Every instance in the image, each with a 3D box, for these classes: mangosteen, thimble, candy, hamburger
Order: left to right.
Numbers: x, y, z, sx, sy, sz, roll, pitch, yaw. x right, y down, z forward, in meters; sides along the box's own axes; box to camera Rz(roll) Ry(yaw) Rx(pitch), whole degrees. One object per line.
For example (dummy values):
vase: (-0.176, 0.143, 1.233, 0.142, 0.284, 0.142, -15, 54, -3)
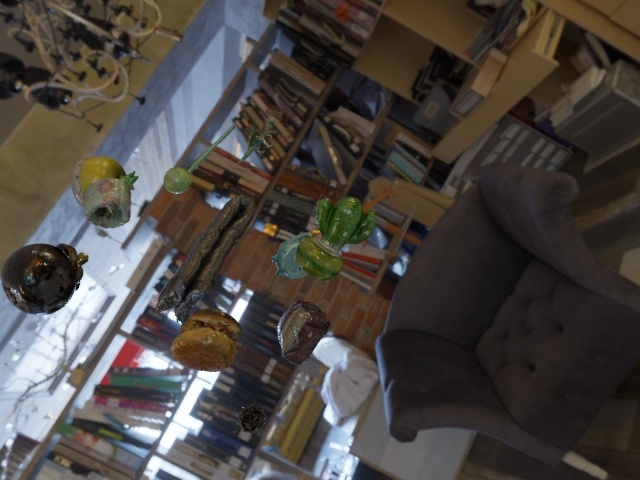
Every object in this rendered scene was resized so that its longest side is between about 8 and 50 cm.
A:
mangosteen: (-0.990, 0.125, 1.815, 0.302, 0.275, 0.275, -35, -16, -43)
thimble: (-0.875, -0.158, 2.063, 0.211, 0.185, 0.150, -33, 56, 30)
candy: (-0.432, -0.300, 1.799, 0.335, 0.093, 0.092, -46, -32, -3)
hamburger: (-0.414, 0.378, 1.824, 0.163, 0.244, 0.244, -86, 22, -54)

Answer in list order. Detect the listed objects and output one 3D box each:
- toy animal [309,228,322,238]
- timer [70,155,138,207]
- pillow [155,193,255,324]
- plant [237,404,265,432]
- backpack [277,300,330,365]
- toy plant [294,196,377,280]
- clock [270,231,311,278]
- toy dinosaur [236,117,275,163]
toy animal: (0.000, 0.000, 2.278, 0.114, 0.091, 0.082, 34, 119, 46)
timer: (-0.972, -0.265, 2.297, 0.285, 0.285, 0.285, -61, 4, 7)
pillow: (-0.294, 0.043, 1.293, 0.228, 0.101, 0.326, -40, 21, 48)
plant: (-0.251, 0.661, 1.841, 0.143, 0.091, 0.095, 72, -164, -70)
backpack: (-0.095, 0.421, 2.383, 0.283, 0.197, 0.317, -56, 17, 0)
toy plant: (0.048, -0.021, 1.808, 0.316, 0.224, 0.184, -55, 13, 13)
clock: (-0.124, 0.098, 2.615, 0.274, 0.224, 0.094, -24, 27, -24)
toy dinosaur: (-0.226, -0.350, 1.712, 0.187, 0.106, 0.044, -26, 1, 3)
